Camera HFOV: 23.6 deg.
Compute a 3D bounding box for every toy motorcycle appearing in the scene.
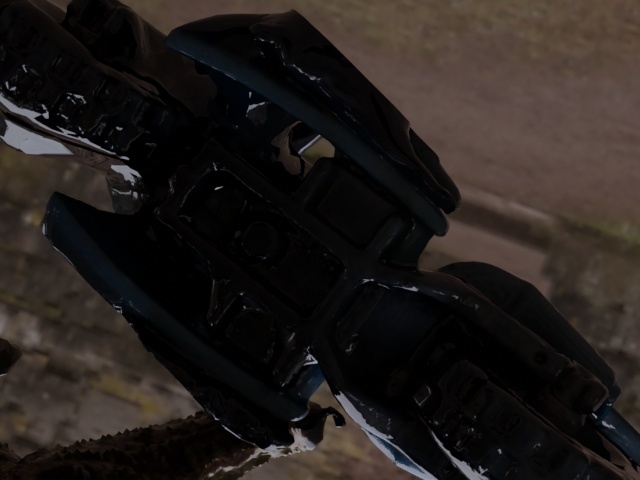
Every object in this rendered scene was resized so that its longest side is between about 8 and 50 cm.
[{"bbox_3d":[0.000,0.000,0.765,0.416,0.172,0.232,36,-174,14],"label":"toy motorcycle"}]

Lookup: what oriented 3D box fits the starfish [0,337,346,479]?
[{"bbox_3d":[-0.145,0.147,0.720,0.303,0.312,0.113,7,126,26],"label":"starfish"}]
